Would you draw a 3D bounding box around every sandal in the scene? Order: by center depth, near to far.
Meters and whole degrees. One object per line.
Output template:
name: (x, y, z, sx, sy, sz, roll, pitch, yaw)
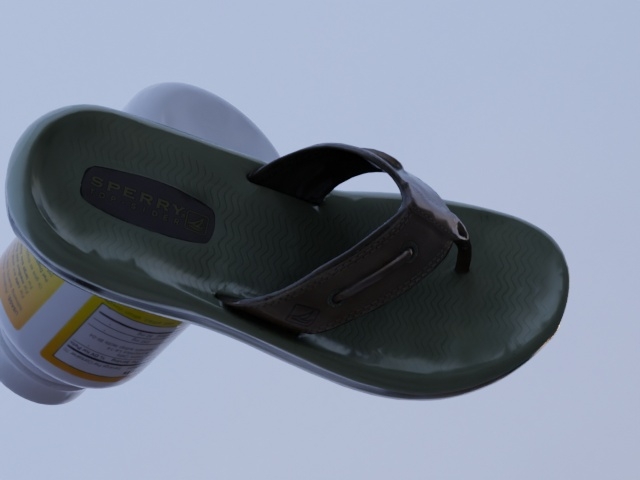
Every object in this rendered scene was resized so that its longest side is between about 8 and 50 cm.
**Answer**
sandal: (-0.001, 0.001, 0.553, 0.302, 0.120, 0.086, 14, -32, -21)

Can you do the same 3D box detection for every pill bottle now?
pill bottle: (-0.122, 0.011, 0.685, 0.117, 0.117, 0.215, 8, -42, -48)
